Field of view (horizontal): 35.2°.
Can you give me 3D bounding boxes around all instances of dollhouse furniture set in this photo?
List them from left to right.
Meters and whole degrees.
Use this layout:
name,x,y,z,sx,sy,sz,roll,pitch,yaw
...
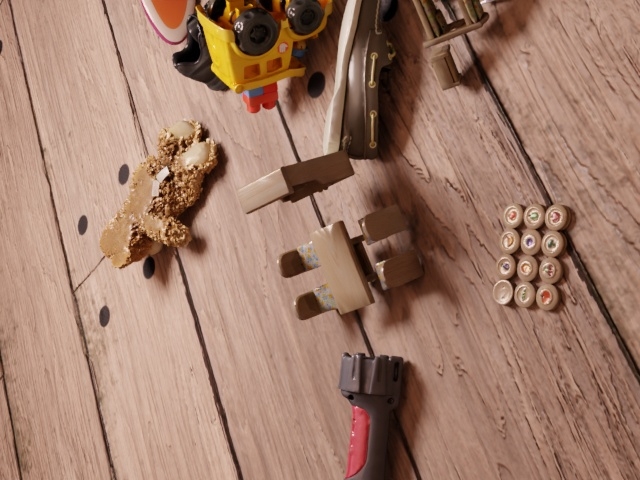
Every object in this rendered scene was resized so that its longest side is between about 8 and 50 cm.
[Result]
name,x,y,z,sx,sy,sz,roll,pitch,yaw
dollhouse furniture set,0.000,0.000,1.572,0.212,0.161,0.242,-23,88,44
dollhouse furniture set,0.206,-0.352,1.532,0.101,0.182,0.161,-17,25,21

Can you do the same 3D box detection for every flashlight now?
name,x,y,z,sx,sy,sz,roll,pitch,yaw
flashlight,0.055,0.327,1.555,0.103,0.103,0.304,0,85,51

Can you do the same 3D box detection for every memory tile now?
name,x,y,z,sx,sy,sz,roll,pitch,yaw
memory tile,0.291,0.021,1.404,0.113,0.012,0.148,6,88,49

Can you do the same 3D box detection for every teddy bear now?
name,x,y,z,sx,sy,sz,roll,pitch,yaw
teddy bear,-0.316,-0.088,2.052,0.245,0.113,0.338,27,96,40

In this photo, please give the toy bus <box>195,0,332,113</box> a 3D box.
name,x,y,z,sx,sy,sz,roll,pitch,yaw
toy bus,-0.090,-0.339,1.788,0.149,0.220,0.212,45,149,49

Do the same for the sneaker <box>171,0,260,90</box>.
name,x,y,z,sx,sy,sz,roll,pitch,yaw
sneaker,-0.181,-0.416,1.919,0.286,0.130,0.109,-58,45,23

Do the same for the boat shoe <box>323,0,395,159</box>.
name,x,y,z,sx,sy,sz,roll,pitch,yaw
boat shoe,0.071,-0.281,1.643,0.109,0.091,0.305,173,106,-84

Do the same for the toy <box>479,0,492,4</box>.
name,x,y,z,sx,sy,sz,roll,pitch,yaw
toy,0.307,-0.428,1.427,0.237,0.056,0.137,-5,81,48

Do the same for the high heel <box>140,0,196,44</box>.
name,x,y,z,sx,sy,sz,roll,pitch,yaw
high heel,-0.347,-0.571,2.181,0.181,0.127,0.377,131,131,-70
